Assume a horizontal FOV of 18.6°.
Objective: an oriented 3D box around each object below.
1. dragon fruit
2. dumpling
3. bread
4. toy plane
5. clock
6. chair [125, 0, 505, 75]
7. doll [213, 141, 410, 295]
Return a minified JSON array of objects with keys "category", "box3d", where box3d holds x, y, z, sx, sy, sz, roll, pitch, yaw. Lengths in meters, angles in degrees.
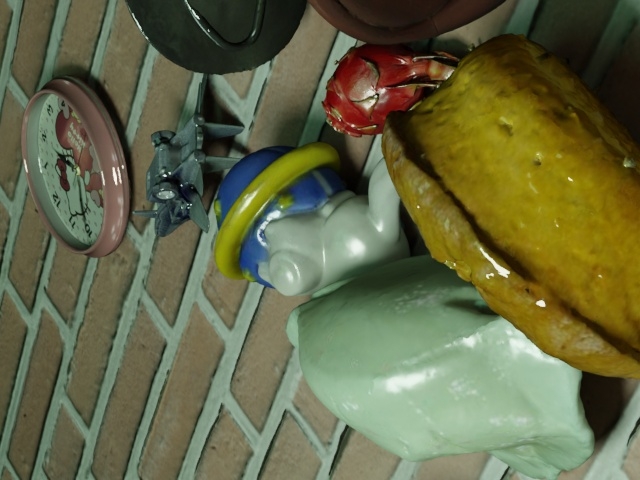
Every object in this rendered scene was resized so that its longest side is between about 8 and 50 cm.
[{"category":"dragon fruit","box3d":[0.083,-0.160,1.901,0.190,0.094,0.094,-20,85,36]},{"category":"dumpling","box3d":[0.127,0.110,1.839,0.320,0.270,0.211,-120,51,-66]},{"category":"bread","box3d":[0.177,-0.045,1.628,0.194,0.179,0.340,-43,56,10]},{"category":"toy plane","box3d":[-0.175,-0.065,2.312,0.267,0.088,0.212,134,139,-56]},{"category":"clock","box3d":[-0.315,-0.095,2.547,0.244,0.056,0.244,28,127,47]},{"category":"chair","box3d":[-0.001,-0.281,1.835,0.401,0.227,0.226,-1,101,56]},{"category":"doll","box3d":[-0.003,-0.017,2.003,0.242,0.160,0.311,59,141,26]}]
